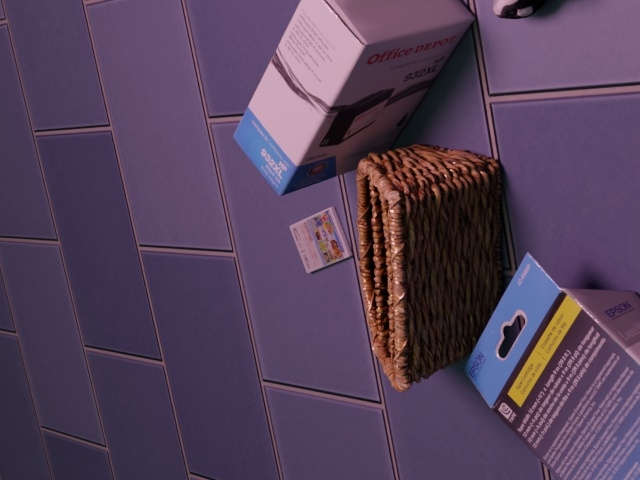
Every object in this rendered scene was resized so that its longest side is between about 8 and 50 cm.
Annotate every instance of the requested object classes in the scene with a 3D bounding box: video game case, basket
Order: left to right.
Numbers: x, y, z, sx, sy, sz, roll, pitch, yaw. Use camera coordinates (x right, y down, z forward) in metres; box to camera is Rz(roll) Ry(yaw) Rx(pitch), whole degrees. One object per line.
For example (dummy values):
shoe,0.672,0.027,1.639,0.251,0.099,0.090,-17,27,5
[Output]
video game case,0.000,0.000,2.032,0.122,0.011,0.087,-23,87,52
basket,0.113,0.027,1.739,0.213,0.223,0.299,18,119,45

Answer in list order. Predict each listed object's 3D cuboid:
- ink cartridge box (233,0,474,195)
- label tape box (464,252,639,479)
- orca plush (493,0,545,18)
ink cartridge box,0.042,-0.228,1.711,0.129,0.223,0.307,53,139,19
label tape box,0.371,0.202,1.598,0.348,0.115,0.249,49,137,29
orca plush,0.291,-0.379,1.468,0.102,0.151,0.287,12,127,0
